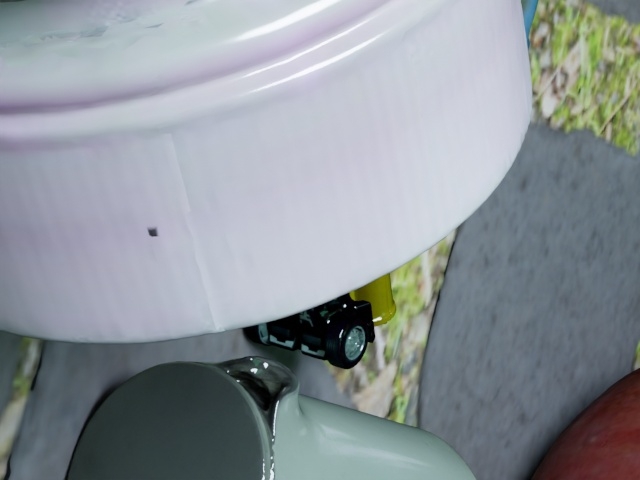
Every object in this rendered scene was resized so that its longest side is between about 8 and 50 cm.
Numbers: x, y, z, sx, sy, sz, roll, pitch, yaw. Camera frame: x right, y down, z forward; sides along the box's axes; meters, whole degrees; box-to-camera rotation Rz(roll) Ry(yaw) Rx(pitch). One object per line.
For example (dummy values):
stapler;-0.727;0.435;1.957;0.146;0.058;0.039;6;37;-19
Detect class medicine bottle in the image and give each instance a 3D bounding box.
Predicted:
medicine bottle;-0.068;-0.179;0.429;0.213;0.213;0.379;-45;135;-38

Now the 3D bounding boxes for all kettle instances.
kettle;-0.025;0.107;0.713;0.148;0.127;0.098;25;49;-53

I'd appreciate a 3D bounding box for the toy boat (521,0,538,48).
toy boat;0.081;-0.141;0.753;0.088;0.102;0.215;13;92;-53

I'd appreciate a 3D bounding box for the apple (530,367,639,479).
apple;0.239;0.212;0.953;0.345;0.269;0.345;-22;118;-50

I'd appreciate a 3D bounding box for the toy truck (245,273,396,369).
toy truck;0.000;0.000;0.733;0.054;0.049;0.083;-40;133;-42
